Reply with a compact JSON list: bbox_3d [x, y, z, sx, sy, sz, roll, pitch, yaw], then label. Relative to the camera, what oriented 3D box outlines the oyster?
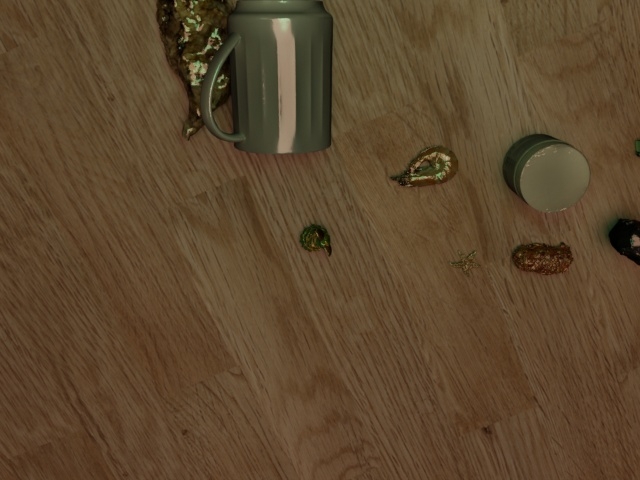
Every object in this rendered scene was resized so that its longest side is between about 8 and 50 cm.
[{"bbox_3d":[-0.269,-0.447,1.504,0.205,0.111,0.395,-11,105,-3],"label":"oyster"}]

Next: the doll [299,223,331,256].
[{"bbox_3d":[0.006,-0.006,1.668,0.077,0.113,0.078,-38,109,-29],"label":"doll"}]

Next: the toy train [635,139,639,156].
[{"bbox_3d":[0.871,-0.244,1.672,0.083,0.033,0.053,-12,105,1],"label":"toy train"}]

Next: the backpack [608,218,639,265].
[{"bbox_3d":[0.830,-0.004,1.677,0.120,0.165,0.105,24,113,-7],"label":"backpack"}]

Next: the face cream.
[{"bbox_3d":[0.568,-0.173,1.616,0.178,0.153,0.177,0,109,-1],"label":"face cream"}]

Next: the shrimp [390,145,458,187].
[{"bbox_3d":[0.269,-0.185,1.653,0.180,0.041,0.099,-15,108,2],"label":"shrimp"}]

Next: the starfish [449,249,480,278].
[{"bbox_3d":[0.399,0.068,1.758,0.092,0.016,0.086,-2,107,-8],"label":"starfish"}]

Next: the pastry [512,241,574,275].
[{"bbox_3d":[0.614,0.055,1.740,0.170,0.063,0.087,-2,106,-2],"label":"pastry"}]

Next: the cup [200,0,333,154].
[{"bbox_3d":[-0.124,-0.370,1.443,0.323,0.237,0.326,-14,114,-33],"label":"cup"}]
